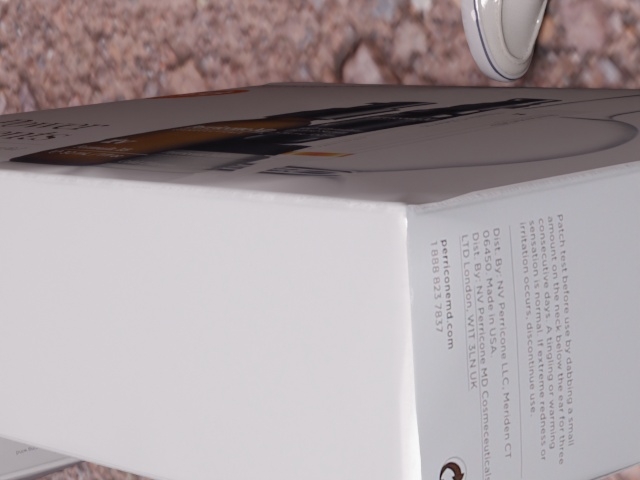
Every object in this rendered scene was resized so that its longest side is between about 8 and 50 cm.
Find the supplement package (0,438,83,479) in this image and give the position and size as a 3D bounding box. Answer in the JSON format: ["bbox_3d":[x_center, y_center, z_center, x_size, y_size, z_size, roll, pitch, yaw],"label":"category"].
[{"bbox_3d":[-0.259,0.089,1.056,0.262,0.204,0.145,-25,80,47],"label":"supplement package"}]

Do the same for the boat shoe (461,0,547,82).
[{"bbox_3d":[0.081,-0.114,0.764,0.035,0.035,0.100,8,97,50],"label":"boat shoe"}]

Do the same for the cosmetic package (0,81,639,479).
[{"bbox_3d":[0.000,0.000,0.689,0.377,0.284,0.097,6,101,47],"label":"cosmetic package"}]
